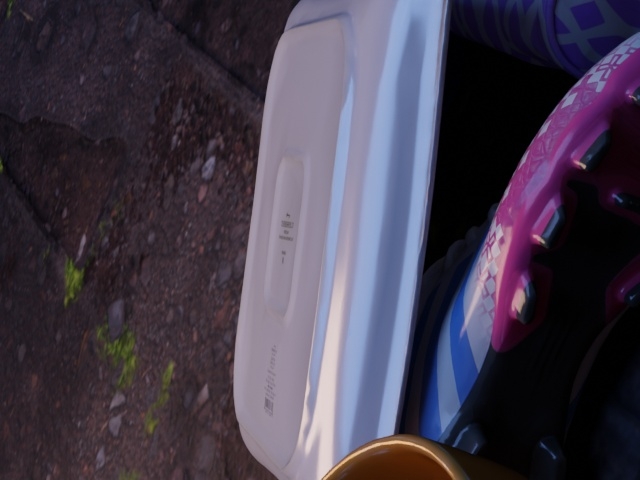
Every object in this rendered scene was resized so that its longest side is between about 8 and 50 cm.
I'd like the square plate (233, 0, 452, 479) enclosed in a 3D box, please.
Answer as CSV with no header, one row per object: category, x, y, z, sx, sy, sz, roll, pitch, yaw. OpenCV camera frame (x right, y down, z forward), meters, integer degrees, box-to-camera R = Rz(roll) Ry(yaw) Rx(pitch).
square plate,0.000,0.000,1.090,0.347,0.049,0.344,-159,77,-78

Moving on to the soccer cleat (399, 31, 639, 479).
soccer cleat,0.109,0.018,0.971,0.331,0.116,0.143,-64,30,15

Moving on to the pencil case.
pencil case,0.123,-0.152,1.069,0.086,0.088,0.206,-61,29,6

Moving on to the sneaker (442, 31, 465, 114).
sneaker,0.067,-0.194,1.198,0.090,0.081,0.232,19,91,56

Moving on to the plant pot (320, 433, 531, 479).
plant pot,0.091,0.211,0.815,0.205,0.188,0.205,-43,37,44
